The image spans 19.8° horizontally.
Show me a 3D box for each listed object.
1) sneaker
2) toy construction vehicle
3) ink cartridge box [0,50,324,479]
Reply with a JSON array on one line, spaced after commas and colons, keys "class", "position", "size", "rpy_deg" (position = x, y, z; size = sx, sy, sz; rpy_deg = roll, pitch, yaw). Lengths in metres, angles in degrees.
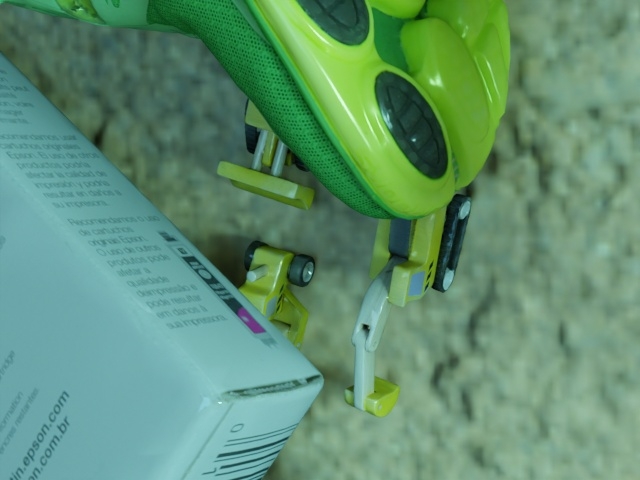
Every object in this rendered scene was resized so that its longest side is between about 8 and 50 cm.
[{"class": "sneaker", "position": [-0.053, -0.115, 0.593], "size": [0.295, 0.109, 0.123], "rpy_deg": [48, 134, 16]}, {"class": "toy construction vehicle", "position": [0.000, 0.000, 0.605], "size": [0.086, 0.035, 0.098], "rpy_deg": [21, 107, 25]}, {"class": "ink cartridge box", "position": [-0.196, 0.069, 0.699], "size": [0.330, 0.071, 0.324], "rpy_deg": [45, 116, 26]}]
